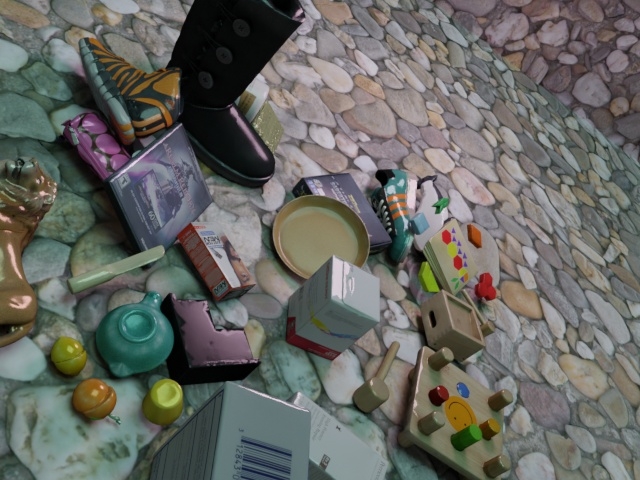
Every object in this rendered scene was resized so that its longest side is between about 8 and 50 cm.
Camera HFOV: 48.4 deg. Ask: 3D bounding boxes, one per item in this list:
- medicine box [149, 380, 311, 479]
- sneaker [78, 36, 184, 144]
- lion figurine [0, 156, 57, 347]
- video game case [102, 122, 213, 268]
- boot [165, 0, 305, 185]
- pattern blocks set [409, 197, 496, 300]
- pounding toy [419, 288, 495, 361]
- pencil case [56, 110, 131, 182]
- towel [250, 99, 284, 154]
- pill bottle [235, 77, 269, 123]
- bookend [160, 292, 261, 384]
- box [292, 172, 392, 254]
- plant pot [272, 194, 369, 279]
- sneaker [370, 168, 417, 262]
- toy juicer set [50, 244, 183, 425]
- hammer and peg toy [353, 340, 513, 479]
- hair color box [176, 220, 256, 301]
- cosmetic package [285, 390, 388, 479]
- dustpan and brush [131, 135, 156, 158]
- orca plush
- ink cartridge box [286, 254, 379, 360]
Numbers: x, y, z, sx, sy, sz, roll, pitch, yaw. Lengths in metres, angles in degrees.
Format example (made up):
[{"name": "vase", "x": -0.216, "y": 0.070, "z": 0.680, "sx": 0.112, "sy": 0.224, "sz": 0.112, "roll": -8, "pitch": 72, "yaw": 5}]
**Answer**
[{"name": "medicine box", "x": -0.150, "y": 0.398, "z": 1.037, "sx": 0.149, "sy": 0.289, "sz": 0.263, "roll": 24, "pitch": 43, "yaw": -21}, {"name": "sneaker", "x": -0.402, "y": -0.343, "z": 1.557, "sx": 0.180, "sy": 0.125, "sz": 0.321, "roll": -24, "pitch": 62, "yaw": -20}, {"name": "lion figurine", "x": -0.539, "y": 0.039, "z": 1.170, "sx": 0.240, "sy": 0.142, "sz": 0.392, "roll": 7, "pitch": 65, "yaw": -47}, {"name": "video game case", "x": -0.323, "y": -0.098, "z": 1.461, "sx": 0.274, "sy": 0.026, "sz": 0.196, "roll": -56, "pitch": 135, "yaw": -51}, {"name": "boot", "x": -0.162, "y": -0.362, "z": 1.592, "sx": 0.367, "sy": 0.445, "sz": 0.146, "roll": 34, "pitch": 39, "yaw": -13}, {"name": "pattern blocks set", "x": 0.352, "y": 0.051, "z": 1.912, "sx": 0.285, "sy": 0.026, "sz": 0.325, "roll": -25, "pitch": 99, "yaw": -41}, {"name": "pounding toy", "x": 0.351, "y": 0.213, "z": 1.818, "sx": 0.206, "sy": 0.094, "sz": 0.181, "roll": 30, "pitch": 35, "yaw": -32}, {"name": "pencil case", "x": -0.439, "y": -0.163, "z": 1.453, "sx": 0.209, "sy": 0.095, "sz": 0.098, "roll": 49, "pitch": 4, "yaw": 8}, {"name": "towel", "x": -0.140, "y": -0.293, "z": 1.856, "sx": 0.110, "sy": 0.027, "sz": 0.148, "roll": 58, "pitch": 29, "yaw": -33}, {"name": "pill bottle", "x": -0.256, "y": -0.393, "z": 1.791, "sx": 0.229, "sy": 0.131, "sz": 0.131, "roll": 31, "pitch": 40, "yaw": -16}, {"name": "bookend", "x": -0.216, "y": 0.184, "z": 1.349, "sx": 0.156, "sy": 0.072, "sz": 0.157, "roll": 4, "pitch": 53, "yaw": -41}, {"name": "box", "x": 0.057, "y": -0.063, "z": 1.827, "sx": 0.183, "sy": 0.059, "sz": 0.233, "roll": -9, "pitch": 63, "yaw": -46}, {"name": "plant pot", "x": 0.000, "y": 0.000, "z": 1.687, "sx": 0.236, "sy": 0.032, "sz": 0.236, "roll": 7, "pitch": 59, "yaw": -12}, {"name": "sneaker", "x": 0.191, "y": -0.072, "z": 1.933, "sx": 0.121, "sy": 0.108, "sz": 0.302, "roll": 12, "pitch": 51, "yaw": -7}, {"name": "toy juicer set", "x": -0.360, "y": 0.168, "z": 1.241, "sx": 0.209, "sy": 0.089, "sz": 0.329, "roll": -3, "pitch": 59, "yaw": -21}, {"name": "hammer and peg toy", "x": 0.263, "y": 0.356, "z": 1.574, "sx": 0.361, "sy": 0.127, "sz": 0.266, "roll": 36, "pitch": 39, "yaw": -11}, {"name": "hair color box", "x": -0.215, "y": 0.040, "z": 1.480, "sx": 0.167, "sy": 0.053, "sz": 0.093, "roll": 57, "pitch": 24, "yaw": 13}, {"name": "cosmetic package", "x": 0.008, "y": 0.406, "z": 1.338, "sx": 0.231, "sy": 0.085, "sz": 0.117, "roll": 38, "pitch": 39, "yaw": -6}, {"name": "dustpan and brush", "x": -0.362, "y": -0.188, "z": 1.538, "sx": 0.147, "sy": 0.060, "sz": 0.211, "roll": 42, "pitch": 28, "yaw": -3}, {"name": "orca plush", "x": 0.304, "y": -0.050, "z": 2.041, "sx": 0.151, "sy": 0.102, "sz": 0.287, "roll": -14, "pitch": 48, "yaw": 3}, {"name": "ink cartridge box", "x": 0.027, "y": 0.145, "z": 1.516, "sx": 0.127, "sy": 0.176, "sz": 0.128, "roll": 26, "pitch": 42, "yaw": -21}]
